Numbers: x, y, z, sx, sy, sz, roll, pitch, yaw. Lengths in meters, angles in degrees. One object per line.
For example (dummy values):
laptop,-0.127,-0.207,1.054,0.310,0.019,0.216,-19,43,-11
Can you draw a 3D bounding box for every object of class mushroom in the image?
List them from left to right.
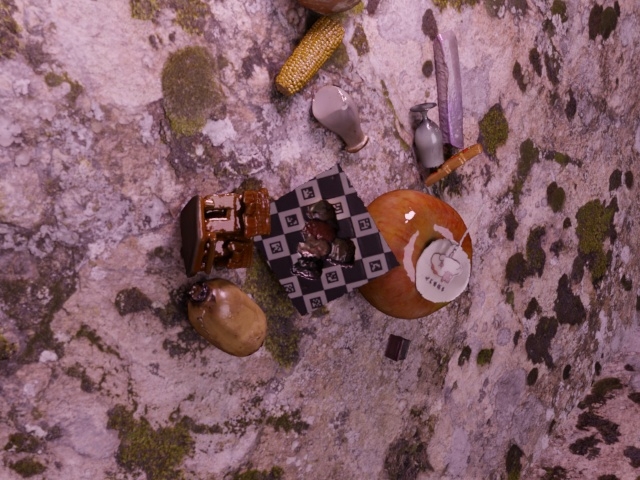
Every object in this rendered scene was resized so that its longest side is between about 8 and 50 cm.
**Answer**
mushroom,0.066,-0.352,1.736,0.116,0.093,0.225,-46,139,6

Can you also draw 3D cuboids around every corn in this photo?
corn,-0.028,-0.501,1.612,0.091,0.091,0.260,42,78,-20

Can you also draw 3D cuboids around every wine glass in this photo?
wine glass,0.355,-0.344,1.967,0.093,0.093,0.202,-32,119,-29

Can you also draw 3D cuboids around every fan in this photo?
fan,0.388,0.030,1.724,0.191,0.009,0.329,33,84,-23

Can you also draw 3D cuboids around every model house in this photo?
model house,-0.225,-0.021,1.496,0.230,0.220,0.199,-10,93,-25

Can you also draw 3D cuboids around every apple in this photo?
apple,0.269,0.044,1.861,0.401,0.334,0.399,-1,92,-24

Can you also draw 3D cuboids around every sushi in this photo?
sushi,0.000,0.000,1.679,0.320,0.068,0.339,-31,103,8

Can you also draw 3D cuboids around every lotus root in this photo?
lotus root,-0.251,0.200,1.580,0.284,0.146,0.160,51,49,-43

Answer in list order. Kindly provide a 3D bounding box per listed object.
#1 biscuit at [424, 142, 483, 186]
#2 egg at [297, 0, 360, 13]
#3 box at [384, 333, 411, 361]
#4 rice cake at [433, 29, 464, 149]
biscuit,0.441,-0.259,2.017,0.239,0.212,0.041,-35,95,-13
egg,0.018,-0.684,1.528,0.245,0.203,0.203,-17,112,-31
box,0.276,0.381,2.120,0.063,0.060,0.084,13,92,-49
rice cake,0.430,-0.497,2.008,0.070,0.064,0.398,-20,114,-24
